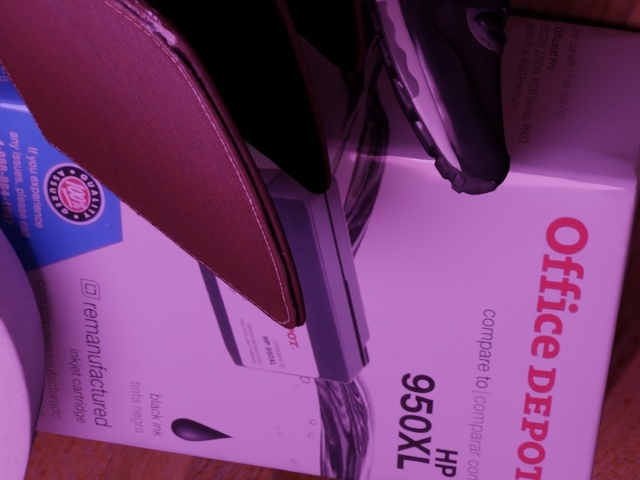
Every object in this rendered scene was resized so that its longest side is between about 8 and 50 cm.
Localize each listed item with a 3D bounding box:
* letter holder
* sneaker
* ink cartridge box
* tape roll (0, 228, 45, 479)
[{"bbox_3d":[-0.053,-0.112,0.857,0.214,0.152,0.302,39,167,23],"label":"letter holder"},{"bbox_3d":[0.075,-0.169,0.953,0.124,0.107,0.283,-17,86,4],"label":"sneaker"},{"bbox_3d":[0.000,0.000,1.149,0.395,0.166,0.285,8,131,8],"label":"ink cartridge box"},{"bbox_3d":[-0.361,0.077,1.072,0.392,0.072,0.392,1,123,1],"label":"tape roll"}]
